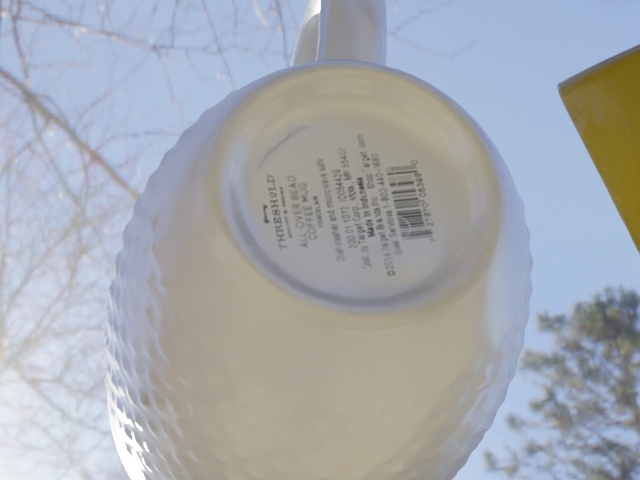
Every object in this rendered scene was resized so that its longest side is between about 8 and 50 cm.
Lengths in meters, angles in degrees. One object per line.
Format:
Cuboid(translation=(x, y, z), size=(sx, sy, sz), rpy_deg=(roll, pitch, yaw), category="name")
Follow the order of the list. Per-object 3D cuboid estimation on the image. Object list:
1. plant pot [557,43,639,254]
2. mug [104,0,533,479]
Cuboid(translation=(0.253, 0.000, 0.500), size=(0.187, 0.212, 0.212), rpy_deg=(-34, -34, 23), category="plant pot")
Cuboid(translation=(0.000, 0.000, 0.845), size=(0.276, 0.374, 0.328), rpy_deg=(6, -27, -6), category="mug")
